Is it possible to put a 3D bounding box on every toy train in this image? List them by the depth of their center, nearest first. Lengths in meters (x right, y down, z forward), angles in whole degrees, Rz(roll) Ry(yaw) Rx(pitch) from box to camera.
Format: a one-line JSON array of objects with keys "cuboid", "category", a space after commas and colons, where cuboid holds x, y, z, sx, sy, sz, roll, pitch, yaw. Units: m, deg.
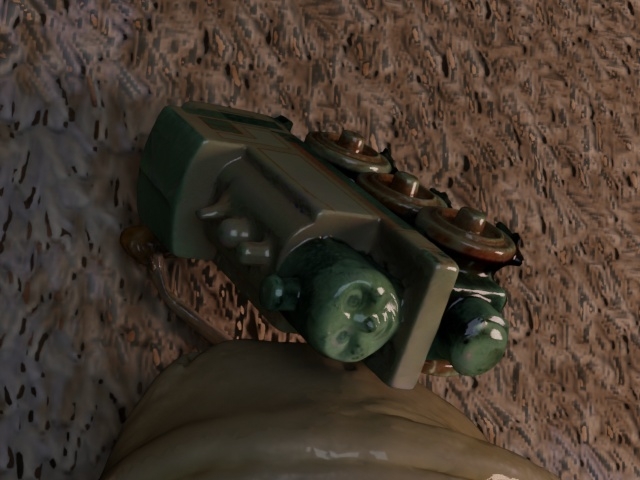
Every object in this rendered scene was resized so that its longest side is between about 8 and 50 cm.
[{"cuboid": [0.000, 0.000, 0.569, 0.125, 0.194, 0.081, 7, 111, -33], "category": "toy train"}]

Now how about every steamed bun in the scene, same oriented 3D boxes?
[{"cuboid": [0.026, 0.188, 0.522, 0.276, 0.203, 0.289, 11, 73, -20], "category": "steamed bun"}]

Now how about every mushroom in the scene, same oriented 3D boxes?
[{"cuboid": [0.011, 0.086, 0.642, 0.286, 0.028, 0.026, 41, 24, -10], "category": "mushroom"}]
